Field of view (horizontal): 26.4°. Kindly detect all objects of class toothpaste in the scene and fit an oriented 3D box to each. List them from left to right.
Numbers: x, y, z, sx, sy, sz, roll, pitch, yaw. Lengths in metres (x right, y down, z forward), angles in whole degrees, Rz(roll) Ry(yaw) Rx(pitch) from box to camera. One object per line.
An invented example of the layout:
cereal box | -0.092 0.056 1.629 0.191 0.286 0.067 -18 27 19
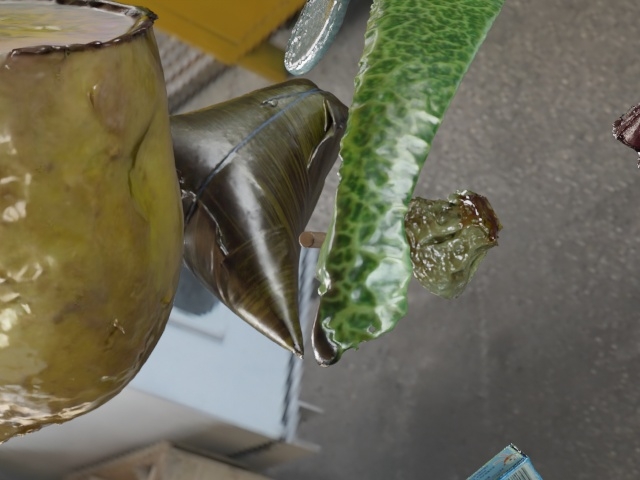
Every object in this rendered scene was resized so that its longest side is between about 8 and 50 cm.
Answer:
toothpaste | 0.151 0.353 1.629 0.267 0.065 0.050 -38 21 -8

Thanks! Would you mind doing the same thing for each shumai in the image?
shumai | 0.126 -0.011 1.289 0.087 0.099 0.123 -38 26 24

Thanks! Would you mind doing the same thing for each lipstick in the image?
lipstick | 0.000 0.000 1.450 0.019 0.094 0.019 -1 88 17

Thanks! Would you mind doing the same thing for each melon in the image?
melon | 0.020 -0.037 0.495 0.114 0.053 0.261 -60 4 28

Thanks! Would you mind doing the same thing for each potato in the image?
potato | -0.186 -0.007 0.800 0.229 0.229 0.266 -143 46 -59

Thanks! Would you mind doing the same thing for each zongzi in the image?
zongzi | -0.038 -0.039 1.901 0.432 0.403 0.207 42 136 27

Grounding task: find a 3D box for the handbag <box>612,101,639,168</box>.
handbag | 0.409 -0.143 1.298 0.216 0.203 0.074 -51 56 38

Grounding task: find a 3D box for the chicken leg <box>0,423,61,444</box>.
chicken leg | -0.389 0.178 1.813 0.409 0.182 0.295 -35 4 -30

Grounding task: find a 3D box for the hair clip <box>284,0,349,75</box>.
hair clip | 0.025 -0.372 1.229 0.392 0.238 0.318 -13 58 53
